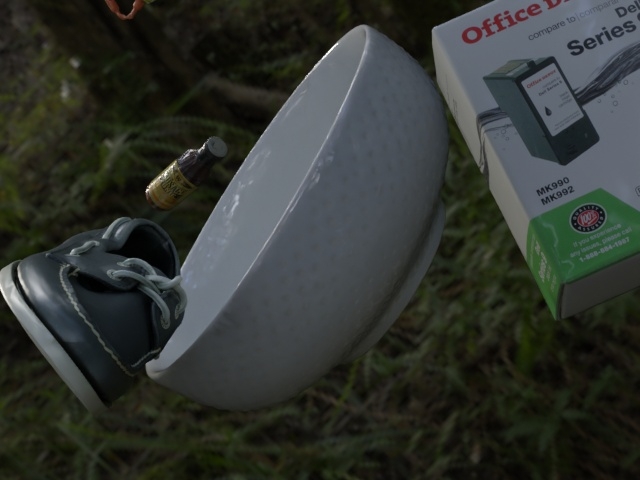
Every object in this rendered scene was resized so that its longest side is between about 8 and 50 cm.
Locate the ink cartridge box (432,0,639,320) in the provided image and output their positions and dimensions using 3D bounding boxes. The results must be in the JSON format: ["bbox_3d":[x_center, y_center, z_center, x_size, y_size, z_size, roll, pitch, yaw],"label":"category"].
[{"bbox_3d":[0.255,-0.104,1.261,0.211,0.289,0.121,-24,-22,-1],"label":"ink cartridge box"}]

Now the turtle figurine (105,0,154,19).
[{"bbox_3d":[-0.209,-0.362,1.378,0.217,0.270,0.087,-11,24,30],"label":"turtle figurine"}]

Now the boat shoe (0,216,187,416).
[{"bbox_3d":[-0.151,0.037,0.961,0.099,0.116,0.319,-34,8,-1],"label":"boat shoe"}]

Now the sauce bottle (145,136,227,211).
[{"bbox_3d":[-0.149,-0.076,1.493,0.128,0.042,0.042,-39,17,44],"label":"sauce bottle"}]

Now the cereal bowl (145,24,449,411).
[{"bbox_3d":[0.000,0.000,1.104,0.339,0.141,0.339,-53,13,18],"label":"cereal bowl"}]
